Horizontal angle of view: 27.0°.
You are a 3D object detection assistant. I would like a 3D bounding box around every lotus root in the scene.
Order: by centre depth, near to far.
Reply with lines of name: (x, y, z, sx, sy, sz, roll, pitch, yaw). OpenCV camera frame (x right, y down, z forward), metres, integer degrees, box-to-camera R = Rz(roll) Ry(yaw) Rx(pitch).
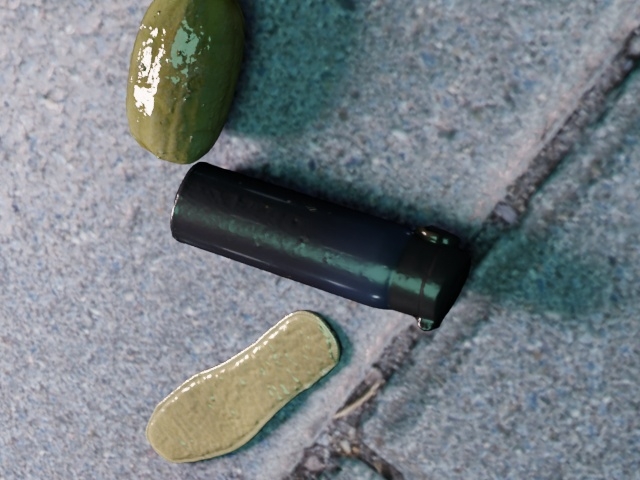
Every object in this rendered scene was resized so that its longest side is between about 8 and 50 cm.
lotus root: (-0.106, -0.146, 1.065, 0.090, 0.077, 0.183, 29, 121, 12)

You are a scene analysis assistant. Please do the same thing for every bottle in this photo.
bottle: (0.000, 0.000, 1.083, 0.244, 0.072, 0.082, 19, 95, 18)

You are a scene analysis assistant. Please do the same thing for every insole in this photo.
insole: (-0.074, 0.140, 1.215, 0.248, 0.011, 0.081, -39, 91, 33)
